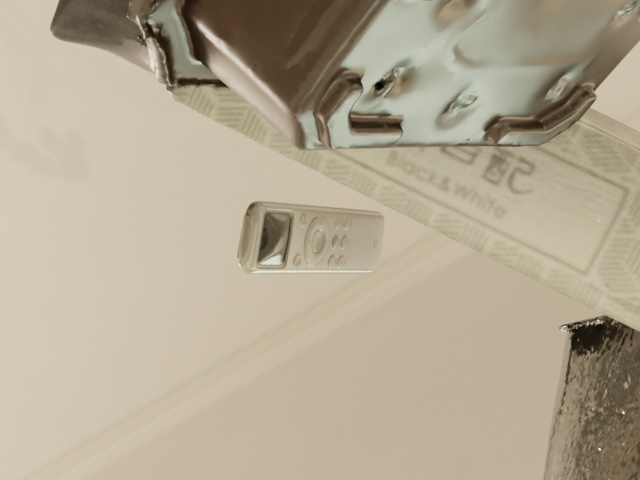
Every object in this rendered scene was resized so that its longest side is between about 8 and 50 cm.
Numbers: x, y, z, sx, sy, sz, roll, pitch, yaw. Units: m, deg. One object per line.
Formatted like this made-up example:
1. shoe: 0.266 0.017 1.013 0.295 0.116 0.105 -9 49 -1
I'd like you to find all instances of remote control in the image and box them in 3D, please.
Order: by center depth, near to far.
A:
1. remote control: 0.000 0.000 1.307 0.029 0.067 0.261 10 -176 28

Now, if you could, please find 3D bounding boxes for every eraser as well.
1. eraser: 0.048 -0.074 0.774 0.096 0.404 0.098 -64 174 15

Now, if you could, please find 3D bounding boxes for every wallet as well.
1. wallet: 0.185 0.205 0.891 0.172 0.045 0.318 152 -52 -72

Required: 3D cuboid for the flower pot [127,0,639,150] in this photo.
1. flower pot: 0.059 -0.102 0.549 0.251 0.084 0.179 -7 144 -49
